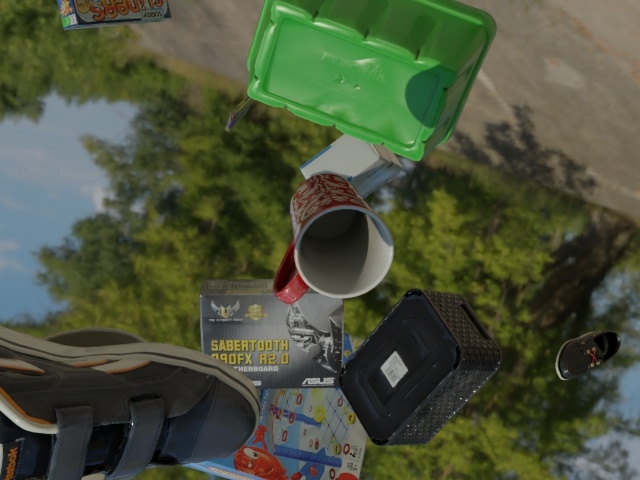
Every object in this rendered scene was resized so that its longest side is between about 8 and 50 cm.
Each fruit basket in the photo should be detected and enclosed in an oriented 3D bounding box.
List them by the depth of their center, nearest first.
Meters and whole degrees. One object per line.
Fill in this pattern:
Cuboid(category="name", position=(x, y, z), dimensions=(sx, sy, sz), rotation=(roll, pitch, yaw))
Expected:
Cuboid(category="fruit basket", position=(0.075, -0.308, 1.683), dimensions=(0.392, 0.283, 0.392), rotation=(14, -146, -10))

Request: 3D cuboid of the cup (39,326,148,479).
Cuboid(category="cup", position=(-0.460, 0.358, 1.999), dimensions=(0.331, 0.237, 0.331), rotation=(-5, -151, 3))

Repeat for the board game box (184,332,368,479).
Cuboid(category="board game box", position=(-0.060, 0.294, 1.856), dimensions=(0.302, 0.308, 0.086), rotation=(20, 155, -15))

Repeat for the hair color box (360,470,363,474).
Cuboid(category="hair color box", position=(-0.088, 0.502, 2.050), dimensions=(0.185, 0.110, 0.339), rotation=(-34, -179, -39))

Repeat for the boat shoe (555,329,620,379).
Cuboid(category="boat shoe", position=(0.378, 0.159, 1.457), dimensions=(0.133, 0.049, 0.042), rotation=(-21, -174, -43))

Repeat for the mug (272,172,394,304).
Cuboid(category="mug", position=(-0.001, -0.009, 1.237), dimensions=(0.150, 0.113, 0.169), rotation=(-19, -158, 0))

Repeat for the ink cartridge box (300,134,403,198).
Cuboid(category="ink cartridge box", position=(0.062, -0.137, 1.958), dimensions=(0.082, 0.139, 0.191), rotation=(57, -167, 10))

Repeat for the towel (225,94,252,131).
Cuboid(category="towel", position=(-0.145, -0.227, 1.830), dimensions=(0.009, 0.060, 0.083), rotation=(42, 163, 1))

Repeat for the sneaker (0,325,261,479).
Cuboid(category="sneaker", position=(-0.206, 0.155, 0.860), dimensions=(0.321, 0.126, 0.127), rotation=(11, -150, -13))

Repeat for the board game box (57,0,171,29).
Cuboid(category="board game box", position=(-0.331, -0.407, 1.620), dimensions=(0.035, 0.136, 0.201), rotation=(-6, -170, 39))

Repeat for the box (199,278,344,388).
Cuboid(category="box", position=(-0.077, 0.153, 1.682), dimensions=(0.231, 0.183, 0.056), rotation=(0, -153, -2))

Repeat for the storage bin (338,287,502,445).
Cuboid(category="storage bin", position=(0.120, 0.159, 1.278), dimensions=(0.084, 0.180, 0.122), rotation=(10, -143, -45))
